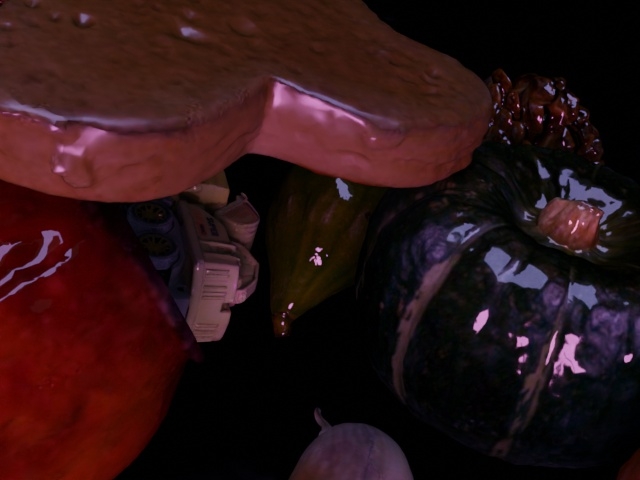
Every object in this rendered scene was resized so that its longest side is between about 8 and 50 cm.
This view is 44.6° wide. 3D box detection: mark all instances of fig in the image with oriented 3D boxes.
[{"bbox_3d":[0.000,0.000,0.636,0.117,0.117,0.177,18,44,14],"label":"fig"}]

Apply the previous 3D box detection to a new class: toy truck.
[{"bbox_3d":[-0.104,-0.001,0.621,0.116,0.085,0.191,6,34,-22],"label":"toy truck"}]

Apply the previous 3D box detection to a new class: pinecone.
[{"bbox_3d":[0.200,-0.086,0.766,0.173,0.174,0.174,6,32,-4],"label":"pinecone"}]

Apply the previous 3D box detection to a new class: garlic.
[{"bbox_3d":[0.016,0.142,0.440,0.084,0.066,0.152,14,35,12],"label":"garlic"}]

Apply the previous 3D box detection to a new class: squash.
[{"bbox_3d":[0.148,0.038,0.540,0.252,0.165,0.252,5,31,-3],"label":"squash"}]

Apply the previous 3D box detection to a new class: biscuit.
[{"bbox_3d":[-0.081,-0.163,0.543,0.368,0.076,0.394,-5,44,-31],"label":"biscuit"}]

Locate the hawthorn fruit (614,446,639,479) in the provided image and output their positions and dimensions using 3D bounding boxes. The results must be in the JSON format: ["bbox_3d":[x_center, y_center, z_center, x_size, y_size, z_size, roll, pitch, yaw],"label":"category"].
[{"bbox_3d":[0.224,0.149,0.355,0.179,0.201,0.179,10,28,-5],"label":"hawthorn fruit"}]

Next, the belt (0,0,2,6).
[{"bbox_3d":[-0.230,-0.193,0.760,0.227,0.115,0.323,16,5,26],"label":"belt"}]

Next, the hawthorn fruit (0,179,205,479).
[{"bbox_3d":[-0.182,0.069,0.417,0.189,0.190,0.251,24,48,22],"label":"hawthorn fruit"}]
